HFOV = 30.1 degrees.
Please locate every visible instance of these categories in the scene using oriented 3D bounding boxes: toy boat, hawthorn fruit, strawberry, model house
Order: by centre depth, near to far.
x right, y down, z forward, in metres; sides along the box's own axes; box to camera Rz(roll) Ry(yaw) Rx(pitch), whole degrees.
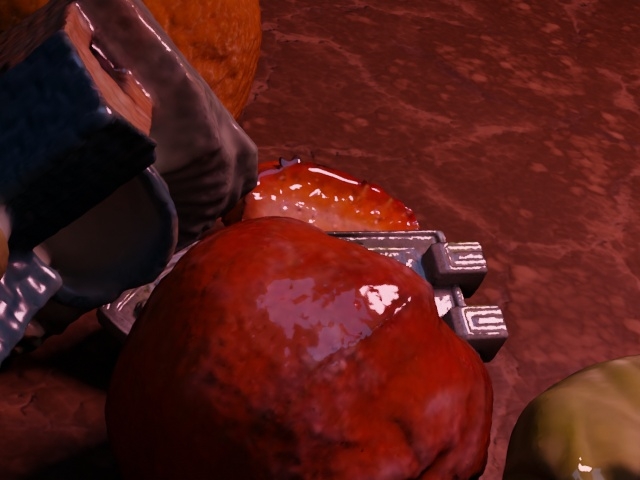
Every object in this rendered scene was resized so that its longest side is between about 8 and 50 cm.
[{"bbox_3d":[-0.178,0.003,0.709,0.194,0.267,0.325,52,7,-19],"label":"model house"},{"bbox_3d":[-0.032,0.128,0.740,0.242,0.242,0.272,31,63,22],"label":"hawthorn fruit"},{"bbox_3d":[-0.015,0.054,0.931,0.319,0.092,0.141,-1,56,-19],"label":"toy boat"},{"bbox_3d":[0.000,0.000,1.048,0.188,0.082,0.121,16,71,-21],"label":"strawberry"}]

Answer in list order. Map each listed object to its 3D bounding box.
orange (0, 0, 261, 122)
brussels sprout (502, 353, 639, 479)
[{"bbox_3d":[-0.225,-0.184,1.001,0.357,0.322,0.322,31,36,35],"label":"orange"},{"bbox_3d":[0.259,0.197,0.716,0.328,0.247,0.328,-1,22,0],"label":"brussels sprout"}]
